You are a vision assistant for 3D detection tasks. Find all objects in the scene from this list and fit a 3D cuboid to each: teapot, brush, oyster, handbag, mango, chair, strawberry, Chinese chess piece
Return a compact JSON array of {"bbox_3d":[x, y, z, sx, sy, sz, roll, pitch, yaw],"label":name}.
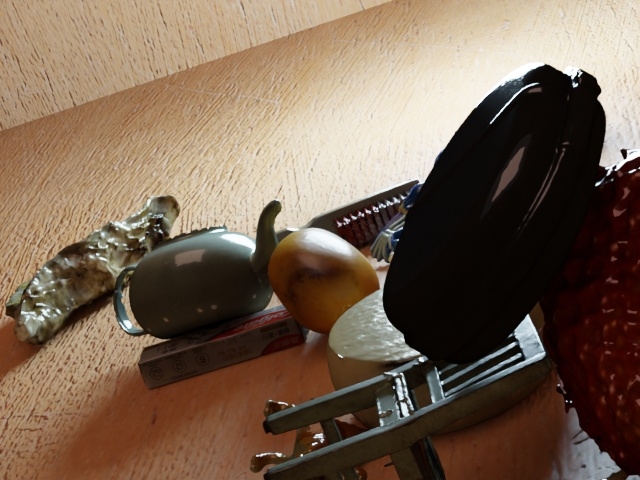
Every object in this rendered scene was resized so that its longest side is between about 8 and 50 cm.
[{"bbox_3d":[-0.158,0.051,2.089,0.294,0.129,0.193,-19,-7,31],"label":"teapot"},{"bbox_3d":[0.000,0.000,2.245,0.321,0.060,0.050,-21,29,-1],"label":"brush"},{"bbox_3d":[-0.370,0.063,2.437,0.204,0.111,0.396,-27,9,47],"label":"oyster"},{"bbox_3d":[0.155,-0.032,1.423,0.254,0.093,0.308,-52,11,41],"label":"handbag"},{"bbox_3d":[0.004,0.042,1.985,0.112,0.145,0.219,-55,13,13],"label":"mango"},{"bbox_3d":[0.095,0.194,1.439,0.270,0.147,0.136,-22,16,3],"label":"chair"},{"bbox_3d":[0.302,0.086,1.398,0.292,0.292,0.343,-9,36,31],"label":"strawberry"},{"bbox_3d":[0.131,0.113,1.715,0.250,0.097,0.251,-18,19,6],"label":"Chinese chess piece"}]

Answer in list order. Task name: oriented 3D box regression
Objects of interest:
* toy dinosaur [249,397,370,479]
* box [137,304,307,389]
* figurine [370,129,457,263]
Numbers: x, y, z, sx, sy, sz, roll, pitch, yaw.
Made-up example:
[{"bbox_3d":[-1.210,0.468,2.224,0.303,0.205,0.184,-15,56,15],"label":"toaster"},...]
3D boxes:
[{"bbox_3d":[0.005,0.203,1.666,0.142,0.057,0.212,1,27,23],"label":"toy dinosaur"},{"bbox_3d":[-0.123,0.132,2.026,0.218,0.040,0.055,-17,17,11],"label":"box"},{"bbox_3d":[0.180,-0.049,2.114,0.262,0.120,0.164,-51,1,-16],"label":"figurine"}]
